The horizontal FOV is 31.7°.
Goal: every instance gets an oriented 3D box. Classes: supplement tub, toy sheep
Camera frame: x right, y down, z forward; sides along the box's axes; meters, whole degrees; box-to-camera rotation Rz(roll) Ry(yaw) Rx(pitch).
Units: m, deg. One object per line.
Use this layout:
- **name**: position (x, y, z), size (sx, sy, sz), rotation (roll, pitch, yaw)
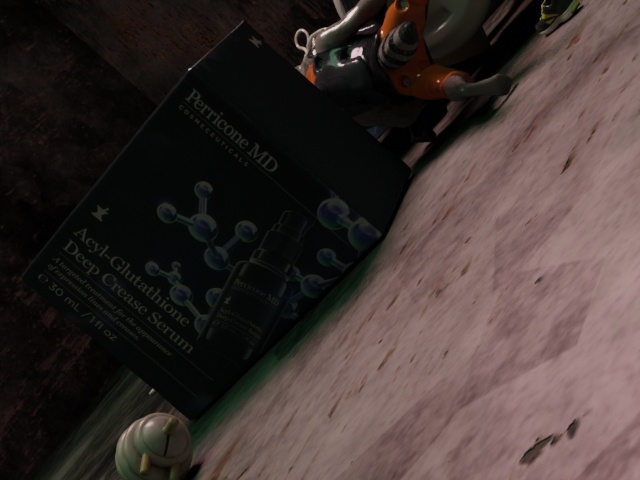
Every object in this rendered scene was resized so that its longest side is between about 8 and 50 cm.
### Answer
- **supplement tub**: position (0.164, -0.402, 1.616), size (0.228, 0.228, 0.316), rotation (-45, 3, 32)
- **toy sheep**: position (-0.177, 0.230, 1.204), size (0.132, 0.091, 0.091), rotation (-51, 4, 39)

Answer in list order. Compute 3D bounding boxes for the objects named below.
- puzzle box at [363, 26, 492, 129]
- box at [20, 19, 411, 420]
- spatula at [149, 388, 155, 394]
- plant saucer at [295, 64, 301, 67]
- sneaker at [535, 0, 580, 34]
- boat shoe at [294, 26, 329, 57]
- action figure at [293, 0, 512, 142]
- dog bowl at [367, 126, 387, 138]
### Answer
- **puzzle box**: position (0.084, -0.236, 1.870), size (0.272, 0.052, 0.409), rotation (-24, -1, -17)
- **box**: position (-0.131, -0.020, 1.434), size (0.395, 0.293, 0.212), rotation (-46, 7, 28)
- **spatula**: position (-0.255, 0.214, 2.122), size (0.168, 0.019, 0.242), rotation (-54, 8, -32)
- **plant saucer**: position (0.019, -0.278, 1.834), size (0.311, 0.050, 0.310), rotation (-24, 5, 2)
- **sneaker**: position (0.277, -0.274, 1.341), size (0.031, 0.035, 0.083), rotation (-50, 6, -22)
- **boat shoe**: position (0.024, -0.359, 2.157), size (0.367, 0.157, 0.135), rotation (-70, -13, -67)
- **action figure**: position (0.061, -0.268, 1.410), size (0.179, 0.341, 0.330), rotation (-33, 7, -32)
- **dog bowl**: position (0.125, -0.286, 2.282), size (0.166, 0.074, 0.297), rotation (-44, 8, 36)
